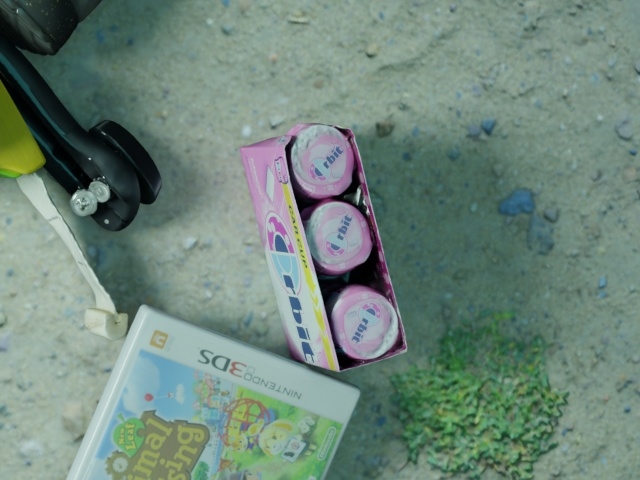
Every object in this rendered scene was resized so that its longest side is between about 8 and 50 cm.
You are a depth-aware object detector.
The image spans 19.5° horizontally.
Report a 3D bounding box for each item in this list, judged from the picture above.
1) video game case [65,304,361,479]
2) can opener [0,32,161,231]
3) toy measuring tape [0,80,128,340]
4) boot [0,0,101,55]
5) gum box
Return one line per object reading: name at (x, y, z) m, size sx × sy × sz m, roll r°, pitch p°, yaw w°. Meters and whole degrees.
video game case at (-0.092, 0.180, 1.445) m, size 0.193 × 0.023 × 0.212 m, roll 22°, pitch 92°, yaw -21°
can opener at (-0.201, -0.081, 1.402) m, size 0.186 × 0.073 × 0.059 m, roll 44°, pitch 117°, yaw -14°
toy measuring tape at (-0.260, -0.041, 1.351) m, size 0.121 × 0.121 × 0.330 m, roll -34°, pitch 112°, yaw -16°
boot at (-0.241, -0.320, 1.353) m, size 0.223 × 0.118 × 0.338 m, roll -50°, pitch 118°, yaw -15°
gum box at (0.000, 0.000, 1.444) m, size 0.062 × 0.107 × 0.188 m, roll -17°, pitch 97°, yaw -19°
